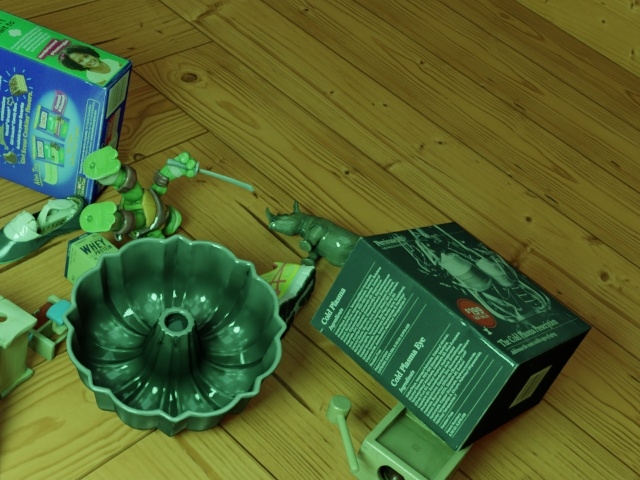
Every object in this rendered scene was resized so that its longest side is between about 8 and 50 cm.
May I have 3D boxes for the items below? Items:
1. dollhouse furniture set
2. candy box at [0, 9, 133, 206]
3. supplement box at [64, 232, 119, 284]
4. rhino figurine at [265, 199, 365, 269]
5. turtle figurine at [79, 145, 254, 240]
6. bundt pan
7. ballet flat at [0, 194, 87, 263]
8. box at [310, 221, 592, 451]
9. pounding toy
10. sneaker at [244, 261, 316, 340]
[{"bbox_3d":[-0.458,0.113,1.501,0.129,0.129,0.184,31,42,14],"label":"dollhouse furniture set"},{"bbox_3d":[-0.515,-0.237,1.763,0.317,0.268,0.122,21,37,2],"label":"candy box"},{"bbox_3d":[-0.372,0.043,1.648,0.083,0.083,0.056,37,43,22],"label":"supplement box"},{"bbox_3d":[0.000,0.000,1.852,0.243,0.073,0.106,29,45,14],"label":"rhino figurine"},{"bbox_3d":[-0.258,-0.055,1.668,0.275,0.198,0.266,32,5,27],"label":"turtle figurine"},{"bbox_3d":[-0.223,0.157,1.526,0.331,0.124,0.331,6,50,-8],"label":"bundt pan"},{"bbox_3d":[-0.480,-0.028,1.697,0.074,0.074,0.203,40,45,23],"label":"ballet flat"},{"bbox_3d":[0.218,0.137,1.622,0.312,0.179,0.343,39,24,23],"label":"box"},{"bbox_3d":[0.090,0.322,1.509,0.206,0.094,0.181,34,42,17],"label":"pounding toy"},{"bbox_3d":[-0.087,0.105,1.707,0.094,0.081,0.208,19,35,17],"label":"sneaker"}]
